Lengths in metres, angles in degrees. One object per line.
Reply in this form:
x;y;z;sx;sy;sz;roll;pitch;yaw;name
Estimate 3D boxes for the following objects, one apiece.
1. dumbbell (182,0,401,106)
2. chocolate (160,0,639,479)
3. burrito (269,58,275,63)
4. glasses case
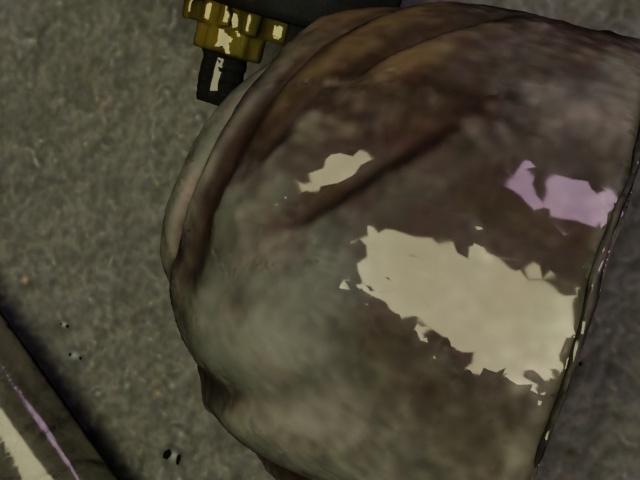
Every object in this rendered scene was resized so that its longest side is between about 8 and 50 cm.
-0.013;-0.263;0.847;0.185;0.185;0.388;17;97;17;dumbbell
0.027;0.010;0.775;0.213;0.303;0.303;18;99;5;chocolate
-0.002;0.000;0.932;0.058;0.063;0.229;-10;81;58;burrito
-0.246;0.086;1.012;0.114;0.060;0.299;-40;81;19;glasses case
